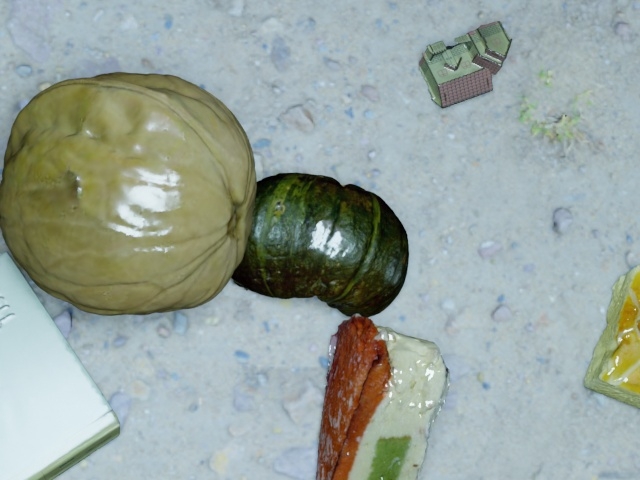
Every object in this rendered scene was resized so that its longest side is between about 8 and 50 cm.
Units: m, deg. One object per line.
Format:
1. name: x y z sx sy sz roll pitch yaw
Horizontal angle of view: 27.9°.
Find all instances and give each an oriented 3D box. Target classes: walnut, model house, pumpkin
1. walnut: -0.167 -0.042 1.107 0.228 0.228 0.227 3 75 -10
2. model house: 0.148 -0.172 1.278 0.083 0.057 0.058 -19 75 -17
3. pumpkin: 0.000 0.000 1.181 0.184 0.107 0.119 12 79 -6

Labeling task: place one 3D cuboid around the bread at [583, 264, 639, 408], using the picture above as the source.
1. bread: 0.361 0.114 1.237 0.188 0.068 0.125 22 72 -5

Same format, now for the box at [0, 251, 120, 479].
1. box: -0.336 0.153 1.104 0.270 0.045 0.210 -34 84 -17

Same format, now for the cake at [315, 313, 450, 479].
1. cake: 0.053 0.176 1.137 0.086 0.117 0.220 11 73 -14
